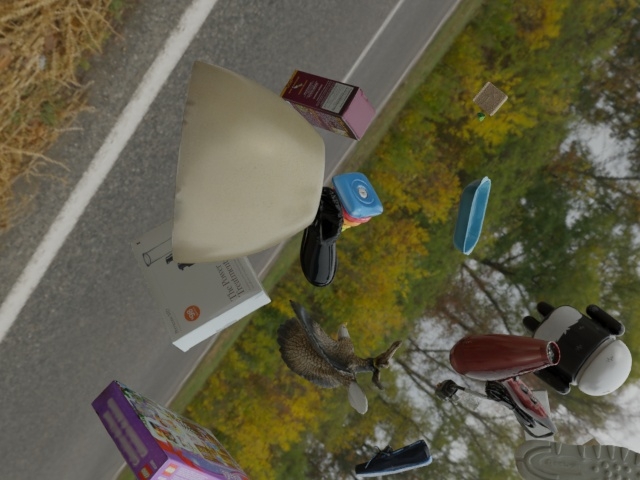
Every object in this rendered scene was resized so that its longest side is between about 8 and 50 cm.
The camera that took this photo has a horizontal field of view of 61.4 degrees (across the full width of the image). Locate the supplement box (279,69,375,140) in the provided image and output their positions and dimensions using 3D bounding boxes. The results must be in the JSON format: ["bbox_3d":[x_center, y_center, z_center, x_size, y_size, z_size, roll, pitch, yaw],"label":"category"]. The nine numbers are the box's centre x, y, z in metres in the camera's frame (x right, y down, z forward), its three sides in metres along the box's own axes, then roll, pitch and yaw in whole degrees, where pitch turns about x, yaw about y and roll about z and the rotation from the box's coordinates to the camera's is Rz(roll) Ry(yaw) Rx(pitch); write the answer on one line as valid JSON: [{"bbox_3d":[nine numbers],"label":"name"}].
[{"bbox_3d":[0.015,-0.306,1.217,0.080,0.188,0.104,-61,148,-6],"label":"supplement box"}]

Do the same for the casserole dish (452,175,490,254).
[{"bbox_3d":[0.339,-0.058,1.220,0.114,0.037,0.188,-30,132,-50],"label":"casserole dish"}]

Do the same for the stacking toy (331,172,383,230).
[{"bbox_3d":[0.047,-0.084,1.816,0.175,0.165,0.302,-11,160,-46],"label":"stacking toy"}]

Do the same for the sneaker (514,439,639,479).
[{"bbox_3d":[0.435,0.369,0.864,0.095,0.235,0.090,50,53,-60],"label":"sneaker"}]

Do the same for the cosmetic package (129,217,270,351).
[{"bbox_3d":[-0.359,0.090,1.583,0.285,0.377,0.097,-32,151,-4],"label":"cosmetic package"}]

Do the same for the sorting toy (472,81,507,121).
[{"bbox_3d":[0.399,-0.330,1.299,0.083,0.062,0.012,-51,172,20],"label":"sorting toy"}]

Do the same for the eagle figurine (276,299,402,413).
[{"bbox_3d":[0.027,0.292,1.418,0.225,0.299,0.226,-106,-146,-76],"label":"eagle figurine"}]

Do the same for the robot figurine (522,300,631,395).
[{"bbox_3d":[0.683,0.286,1.448,0.174,0.278,0.209,-5,124,-39],"label":"robot figurine"}]

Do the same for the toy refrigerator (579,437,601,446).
[{"bbox_3d":[0.554,0.580,1.258,0.270,0.094,0.102,-32,133,0],"label":"toy refrigerator"}]

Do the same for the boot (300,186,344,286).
[{"bbox_3d":[0.000,0.000,1.253,0.207,0.094,0.246,-112,-157,-85],"label":"boot"}]

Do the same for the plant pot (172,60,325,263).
[{"bbox_3d":[-0.100,-0.098,0.784,0.284,0.191,0.283,-173,-90,-79],"label":"plant pot"}]

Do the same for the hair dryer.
[{"bbox_3d":[0.334,0.239,0.944,0.293,0.224,0.080,91,21,-55],"label":"hair dryer"}]

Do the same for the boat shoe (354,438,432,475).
[{"bbox_3d":[0.238,0.725,1.797,0.259,0.088,0.109,-14,150,6],"label":"boat shoe"}]

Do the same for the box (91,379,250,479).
[{"bbox_3d":[-0.236,0.365,0.922,0.057,0.201,0.293,-49,138,-12],"label":"box"}]

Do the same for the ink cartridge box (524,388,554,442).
[{"bbox_3d":[0.475,0.391,1.193,0.029,0.063,0.115,26,56,-77],"label":"ink cartridge box"}]
